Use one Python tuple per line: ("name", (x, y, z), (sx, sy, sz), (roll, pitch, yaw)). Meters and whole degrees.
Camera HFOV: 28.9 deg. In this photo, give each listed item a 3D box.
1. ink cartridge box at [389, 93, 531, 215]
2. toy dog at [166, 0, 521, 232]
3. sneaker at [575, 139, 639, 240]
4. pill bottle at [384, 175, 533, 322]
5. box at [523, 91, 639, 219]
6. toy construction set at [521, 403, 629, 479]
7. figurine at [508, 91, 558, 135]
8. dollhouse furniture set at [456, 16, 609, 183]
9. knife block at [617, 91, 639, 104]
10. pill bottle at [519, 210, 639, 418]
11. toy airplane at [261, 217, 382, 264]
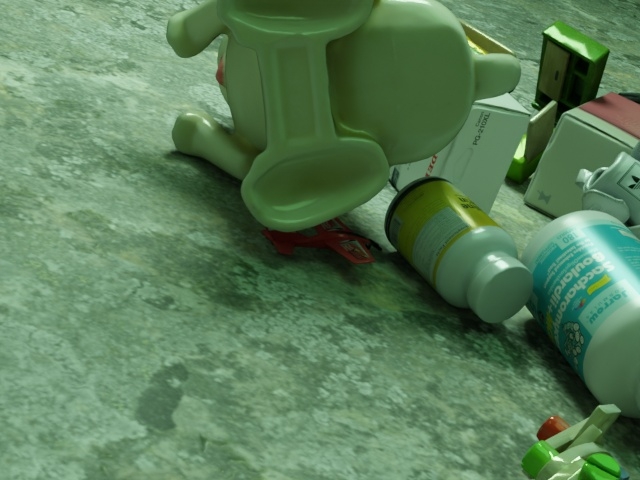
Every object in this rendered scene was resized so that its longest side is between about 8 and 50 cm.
("ink cartridge box", (0.160, -0.149, 1.653), (0.100, 0.172, 0.237), (8, 27, -26))
("toy dog", (0.002, -0.217, 1.503), (0.395, 0.284, 0.408), (-19, 15, -12))
("sneaker", (0.425, -0.012, 1.419), (0.210, 0.137, 0.366), (48, -11, -11))
("pill bottle", (0.157, 0.012, 1.397), (0.103, 0.103, 0.184), (3, 30, -34))
("box", (0.414, -0.113, 1.808), (0.127, 0.149, 0.232), (30, 27, 19))
("toy construction set", (0.276, 0.232, 0.970), (0.215, 0.151, 0.327), (-29, 41, -29))
("figurine", (0.341, -0.228, 2.079), (0.215, 0.092, 0.209), (26, 20, 9))
("dollhouse furniture set", (0.246, -0.255, 1.873), (0.301, 0.151, 0.197), (36, 61, 26))
("knife block", (0.645, -0.214, 2.187), (0.242, 0.088, 0.276), (0, 11, 0))
("pill bottle", (0.322, 0.088, 1.315), (0.146, 0.146, 0.264), (9, 26, -23))
("toy airplane", (0.000, 0.000, 1.391), (0.151, 0.028, 0.151), (15, 19, -5))
